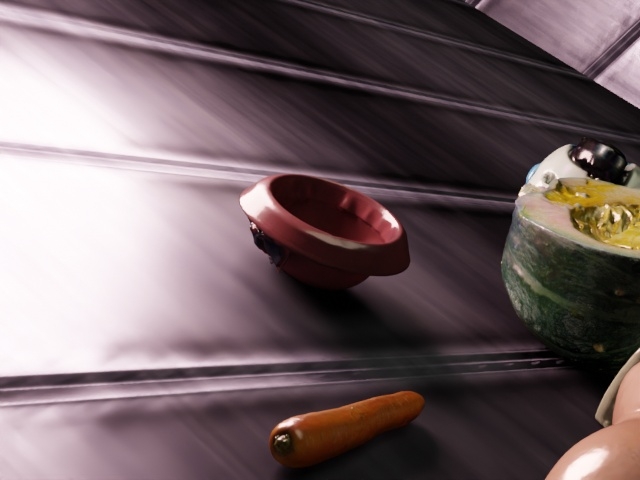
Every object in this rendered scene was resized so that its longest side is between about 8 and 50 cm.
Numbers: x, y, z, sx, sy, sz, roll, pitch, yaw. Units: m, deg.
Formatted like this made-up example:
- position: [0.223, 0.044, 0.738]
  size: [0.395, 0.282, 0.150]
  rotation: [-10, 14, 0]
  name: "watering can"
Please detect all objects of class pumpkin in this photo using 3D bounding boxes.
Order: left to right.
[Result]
- position: [0.348, 0.053, 1.556]
  size: [0.263, 0.197, 0.293]
  rotation: [24, 24, 32]
  name: "pumpkin"

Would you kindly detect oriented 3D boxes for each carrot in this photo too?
- position: [0.032, 0.161, 1.118]
  size: [0.043, 0.043, 0.248]
  rotation: [38, 22, 25]
  name: "carrot"

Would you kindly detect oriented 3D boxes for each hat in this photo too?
- position: [0.000, 0.000, 1.385]
  size: [0.205, 0.089, 0.205]
  rotation: [19, 22, -8]
  name: "hat"

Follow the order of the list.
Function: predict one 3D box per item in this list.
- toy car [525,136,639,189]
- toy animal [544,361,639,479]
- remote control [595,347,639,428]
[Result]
- position: [0.396, -0.021, 1.804]
  size: [0.255, 0.188, 0.190]
  rotation: [32, -6, 0]
  name: "toy car"
- position: [0.305, 0.199, 1.054]
  size: [0.237, 0.269, 0.326]
  rotation: [42, 28, 18]
  name: "toy animal"
- position: [0.438, 0.175, 1.480]
  size: [0.285, 0.123, 0.038]
  rotation: [8, 28, -38]
  name: "remote control"
